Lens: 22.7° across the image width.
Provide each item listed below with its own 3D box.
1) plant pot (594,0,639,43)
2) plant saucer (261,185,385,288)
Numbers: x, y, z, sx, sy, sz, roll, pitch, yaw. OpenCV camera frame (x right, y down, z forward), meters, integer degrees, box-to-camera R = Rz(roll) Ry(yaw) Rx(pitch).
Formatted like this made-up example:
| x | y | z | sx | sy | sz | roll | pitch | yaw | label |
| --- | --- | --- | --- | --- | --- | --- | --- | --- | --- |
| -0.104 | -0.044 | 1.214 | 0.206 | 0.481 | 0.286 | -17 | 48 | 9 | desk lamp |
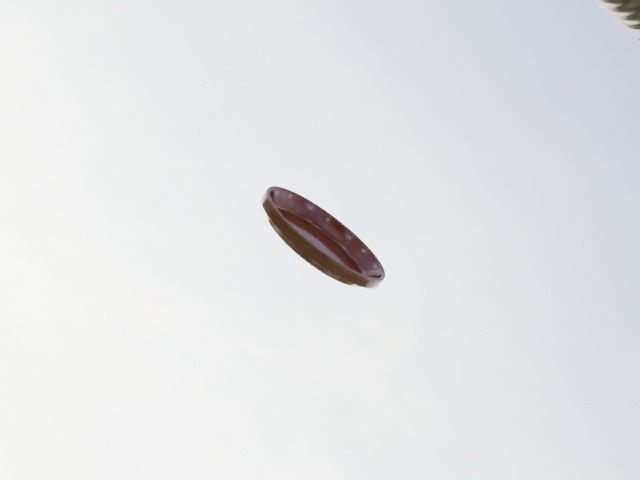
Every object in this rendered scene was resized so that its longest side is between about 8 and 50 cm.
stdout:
| x | y | z | sx | sy | sz | roll | pitch | yaw | label |
| --- | --- | --- | --- | --- | --- | --- | --- | --- | --- |
| 0.190 | -0.214 | 0.881 | 0.237 | 0.110 | 0.237 | -175 | -90 | -76 | plant pot |
| 0.000 | 0.000 | 0.900 | 0.083 | 0.013 | 0.083 | 36 | 14 | -10 | plant saucer |
